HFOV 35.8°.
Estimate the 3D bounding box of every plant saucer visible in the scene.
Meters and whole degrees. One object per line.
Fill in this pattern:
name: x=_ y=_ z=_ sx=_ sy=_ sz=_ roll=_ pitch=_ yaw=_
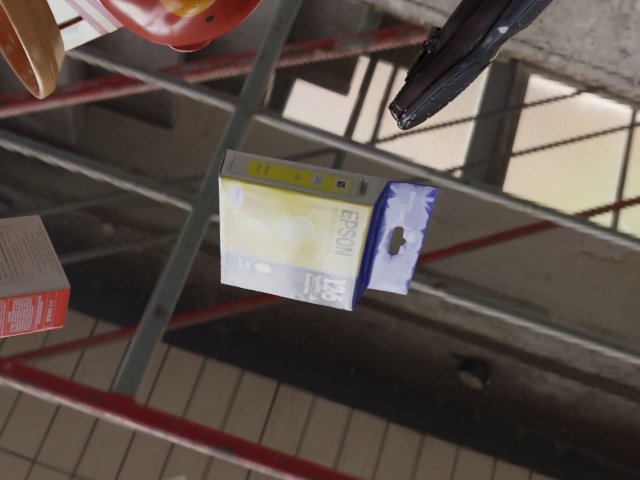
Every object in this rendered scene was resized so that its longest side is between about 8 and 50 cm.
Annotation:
plant saucer: x=-0.265 y=-0.213 z=0.811 sx=0.200 sy=0.037 sz=0.200 roll=52 pitch=162 yaw=24

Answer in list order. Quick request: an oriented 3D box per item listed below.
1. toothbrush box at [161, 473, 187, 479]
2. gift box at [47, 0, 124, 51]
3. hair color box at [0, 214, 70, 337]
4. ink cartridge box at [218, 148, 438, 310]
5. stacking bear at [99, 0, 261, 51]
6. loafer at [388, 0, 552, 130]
toothbrush box: x=-0.098 y=0.300 z=0.576 sx=0.122 sy=0.283 sz=0.206 roll=-33 pitch=167 yaw=8
gift box: x=-0.296 y=-0.414 z=1.210 sx=0.255 sy=0.276 sz=0.258 roll=-14 pitch=157 yaw=17
hair color box: x=-0.297 y=0.035 z=0.790 sx=0.167 sy=0.093 sz=0.053 roll=-7 pitch=135 yaw=-31
ink cartridge box: x=0.000 y=0.000 z=1.507 sx=0.307 sy=0.072 sz=0.303 roll=13 pitch=146 yaw=4
stacking bear: x=-0.133 y=-0.193 z=0.444 sx=0.289 sy=0.175 sz=0.164 roll=32 pitch=-167 yaw=-37
loafer: x=0.196 y=-0.279 z=1.339 sx=0.302 sy=0.109 sz=0.095 roll=-43 pitch=77 yaw=24
